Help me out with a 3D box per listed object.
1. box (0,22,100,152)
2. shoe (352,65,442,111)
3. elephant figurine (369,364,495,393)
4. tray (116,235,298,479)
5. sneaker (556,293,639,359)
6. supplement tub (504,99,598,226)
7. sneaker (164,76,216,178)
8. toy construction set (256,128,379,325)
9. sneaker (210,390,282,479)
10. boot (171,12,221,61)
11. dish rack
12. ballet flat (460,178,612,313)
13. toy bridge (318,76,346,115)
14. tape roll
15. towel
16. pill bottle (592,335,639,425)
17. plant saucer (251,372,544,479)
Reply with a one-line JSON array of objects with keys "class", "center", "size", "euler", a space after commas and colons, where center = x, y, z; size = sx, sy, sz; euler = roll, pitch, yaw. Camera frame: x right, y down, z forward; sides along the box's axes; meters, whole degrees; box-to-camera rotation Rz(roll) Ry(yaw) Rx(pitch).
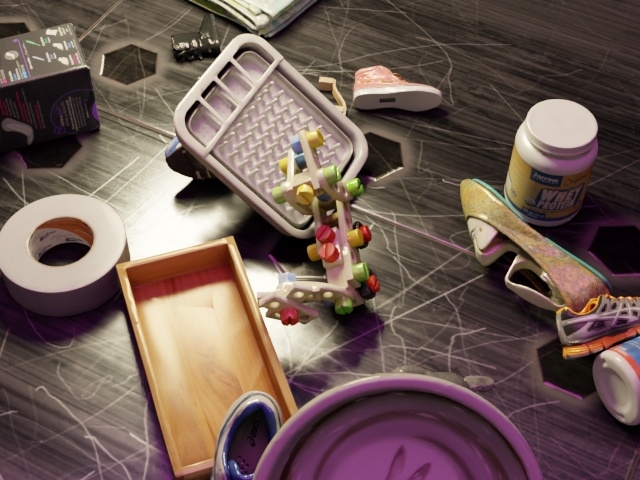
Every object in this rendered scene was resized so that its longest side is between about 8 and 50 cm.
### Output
[{"class": "box", "center": [-0.575, -0.283, 1.989], "size": [0.270, 0.165, 0.143], "euler": [-16, 53, -15]}, {"class": "shoe", "center": [0.153, -0.308, 2.089], "size": [0.178, 0.063, 0.081], "euler": [0, 55, 4]}, {"class": "elephant figurine", "center": [0.145, 0.317, 1.535], "size": [0.169, 0.186, 0.239], "euler": [25, 51, -38]}, {"class": "tray", "center": [-0.180, 0.188, 1.666], "size": [0.203, 0.076, 0.410], "euler": [-14, 53, -13]}, {"class": "sneaker", "center": [0.470, 0.121, 1.671], "size": [0.215, 0.084, 0.083], "euler": [-17, 80, -23]}, {"class": "supplement tub", "center": [0.412, -0.138, 1.864], "size": [0.144, 0.199, 0.144], "euler": [0, 50, 0]}, {"class": "sneaker", "center": [-0.192, -0.237, 2.006], "size": [0.147, 0.129, 0.330], "euler": [17, 47, 31]}, {"class": "toy construction set", "center": [0.000, 0.000, 1.727], "size": [0.151, 0.215, 0.327], "euler": [-6, 60, 27]}, {"class": "sneaker", "center": [-0.118, 0.352, 1.437], "size": [0.112, 0.131, 0.296], "euler": [7, 78, -3]}, {"class": "boot", "center": [-0.265, -0.429, 2.198], "size": [0.099, 0.045, 0.121], "euler": [-9, 52, -5]}, {"class": "dish rack", "center": [-0.094, -0.180, 1.889], "size": [0.333, 0.072, 0.285], "euler": [41, 55, -13]}, {"class": "ballet flat", "center": [0.338, 0.022, 1.795], "size": [0.123, 0.123, 0.348], "euler": [-33, 58, -25]}, {"class": "toy bridge", "center": [0.019, -0.255, 2.068], "size": [0.063, 0.026, 0.188], "euler": [7, 50, 2]}, {"class": "tape roll", "center": [-0.440, 0.023, 1.798], "size": [0.219, 0.072, 0.219], "euler": [1, 50, -1]}, {"class": "towel", "center": [-0.133, -0.622, 2.331], "size": [0.321, 0.090, 0.374], "euler": [30, 56, 21]}, {"class": "pill bottle", "center": [0.552, 0.195, 1.640], "size": [0.222, 0.124, 0.124], "euler": [-20, 53, -17]}, {"class": "plant saucer", "center": [0.101, 0.366, 1.409], "size": [0.401, 0.400, 0.100], "euler": [0, 7, -1]}]
